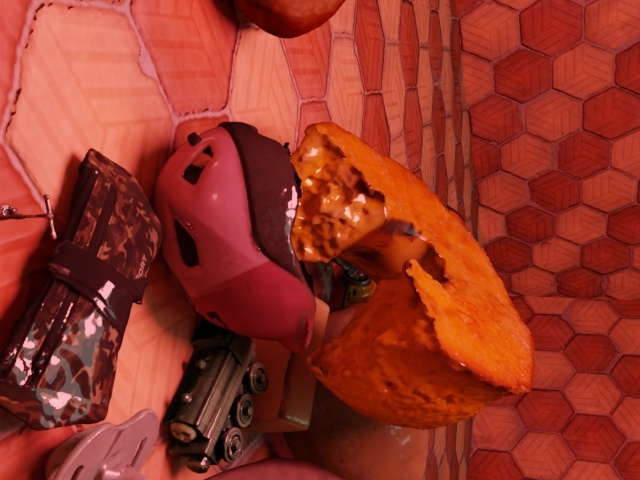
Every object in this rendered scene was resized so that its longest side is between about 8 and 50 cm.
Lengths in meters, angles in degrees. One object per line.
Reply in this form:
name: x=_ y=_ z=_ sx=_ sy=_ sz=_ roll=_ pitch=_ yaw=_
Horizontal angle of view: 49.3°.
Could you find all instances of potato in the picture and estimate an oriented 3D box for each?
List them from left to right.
potato: x=0.054 y=0.255 z=1.069 sx=0.243 sy=0.221 sz=0.326 roll=-63 pitch=134 yaw=-65

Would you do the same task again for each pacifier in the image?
pacifier: x=-0.174 y=0.217 z=0.606 sx=0.126 sy=0.117 sz=0.150 roll=-61 pitch=165 yaw=-1

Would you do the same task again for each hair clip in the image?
hair clip: x=-0.007 y=0.000 z=1.125 sx=0.257 sy=0.075 sz=0.146 roll=59 pitch=34 yaw=-45

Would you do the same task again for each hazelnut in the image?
hazelnut: x=-0.038 y=-0.364 z=0.864 sx=0.210 sy=0.186 sz=0.210 roll=18 pitch=67 yaw=-51

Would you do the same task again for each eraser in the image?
eraser: x=-0.053 y=0.161 z=0.916 sx=0.058 sy=0.117 sz=0.172 roll=31 pitch=57 yaw=-34

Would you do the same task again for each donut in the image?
donut: x=0.107 y=0.063 z=0.922 sx=0.378 sy=0.163 sz=0.435 roll=25 pitch=31 yaw=-42

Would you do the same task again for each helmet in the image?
helmet: x=-0.100 y=0.000 z=0.748 sx=0.198 sy=0.154 sz=0.253 roll=-137 pitch=-132 yaw=-58

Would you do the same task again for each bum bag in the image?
bum bag: x=-0.197 y=0.042 z=0.597 sx=0.102 sy=0.069 sz=0.248 roll=28 pitch=59 yaw=-27

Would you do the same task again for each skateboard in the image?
skateboard: x=-0.220 y=-0.019 z=0.512 sx=0.064 sy=0.083 sz=0.032 roll=-26 pitch=114 yaw=-69

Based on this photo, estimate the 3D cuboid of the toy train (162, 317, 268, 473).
toy train: x=-0.123 y=0.179 z=0.812 sx=0.111 sy=0.071 sz=0.170 roll=62 pitch=34 yaw=-36

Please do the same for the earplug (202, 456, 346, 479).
earplug: x=-0.026 y=0.465 z=0.735 sx=0.312 sy=0.313 sz=0.394 roll=-70 pitch=154 yaw=-42

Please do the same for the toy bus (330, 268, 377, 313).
toy bus: x=0.123 y=0.062 z=1.349 sx=0.335 sy=0.123 sz=0.121 roll=-54 pitch=161 yaw=-58
